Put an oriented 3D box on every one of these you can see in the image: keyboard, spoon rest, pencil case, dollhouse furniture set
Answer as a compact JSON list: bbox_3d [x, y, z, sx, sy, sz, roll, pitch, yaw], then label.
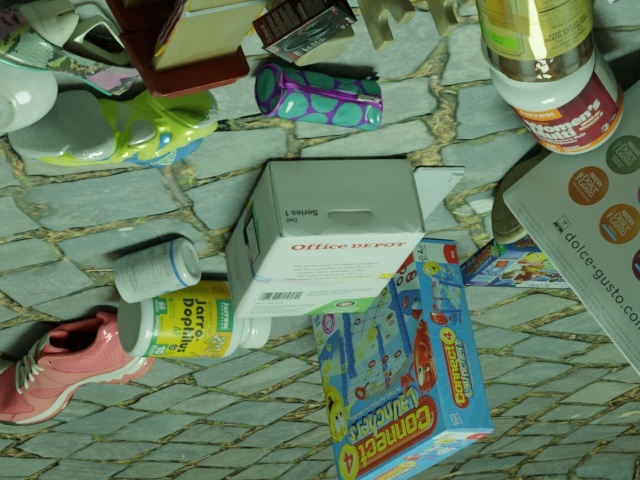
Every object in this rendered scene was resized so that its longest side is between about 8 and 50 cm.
[{"bbox_3d":[0.122,-0.043,2.241,0.072,0.014,0.256,5,153,-19],"label":"keyboard"},{"bbox_3d":[-0.392,-0.135,1.741,0.137,0.084,0.276,29,132,-25],"label":"spoon rest"},{"bbox_3d":[0.000,-0.166,1.836,0.152,0.064,0.070,5,169,-31],"label":"pencil case"},{"bbox_3d":[-0.008,-0.278,1.522,0.374,0.152,0.201,-17,162,-30],"label":"dollhouse furniture set"}]

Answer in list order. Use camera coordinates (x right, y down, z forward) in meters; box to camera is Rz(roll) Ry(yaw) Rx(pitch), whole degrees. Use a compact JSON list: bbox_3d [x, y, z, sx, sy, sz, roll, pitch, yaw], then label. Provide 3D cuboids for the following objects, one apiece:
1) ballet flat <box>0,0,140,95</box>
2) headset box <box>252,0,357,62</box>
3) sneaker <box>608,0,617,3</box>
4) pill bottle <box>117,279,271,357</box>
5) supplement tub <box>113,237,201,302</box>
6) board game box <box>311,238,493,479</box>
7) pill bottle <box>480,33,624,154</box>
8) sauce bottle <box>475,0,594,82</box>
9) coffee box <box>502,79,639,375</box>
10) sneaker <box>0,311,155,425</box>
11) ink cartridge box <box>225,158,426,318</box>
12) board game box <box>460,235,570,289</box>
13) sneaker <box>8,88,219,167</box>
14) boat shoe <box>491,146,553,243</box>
[{"bbox_3d":[-0.261,-0.208,1.643,0.079,0.077,0.221,-42,150,21],"label":"ballet flat"},{"bbox_3d":[-0.017,-0.195,1.428,0.083,0.032,0.062,-31,164,15],"label":"headset box"},{"bbox_3d":[0.312,-0.339,1.537,0.153,0.094,0.235,-28,140,10],"label":"sneaker"},{"bbox_3d":[-0.185,0.116,2.351,0.208,0.117,0.117,3,154,-26],"label":"pill bottle"},{"bbox_3d":[-0.228,0.042,2.223,0.107,0.071,0.071,-17,156,18],"label":"supplement tub"},{"bbox_3d":[0.116,0.196,2.419,0.086,0.302,0.308,5,153,-31],"label":"board game box"},{"bbox_3d":[0.264,-0.189,1.813,0.121,0.121,0.221,-18,156,19],"label":"pill bottle"},{"bbox_3d":[0.178,-0.301,1.431,0.111,0.111,0.344,-12,133,6],"label":"sauce bottle"},{"bbox_3d":[0.492,0.007,1.966,0.334,0.337,0.338,-40,149,9],"label":"coffee box"},{"bbox_3d":[-0.413,0.183,2.466,0.314,0.116,0.136,-25,143,18],"label":"sneaker"},{"bbox_3d":[0.000,0.000,2.153,0.201,0.117,0.278,-2,156,-17],"label":"ink cartridge box"},{"bbox_3d":[0.336,0.033,2.467,0.201,0.035,0.136,3,154,-27],"label":"board game box"},{"bbox_3d":[-0.237,-0.114,1.833,0.240,0.091,0.126,-6,157,-10],"label":"sneaker"},{"bbox_3d":[0.323,-0.077,2.128,0.092,0.102,0.285,6,147,-22],"label":"boat shoe"}]
